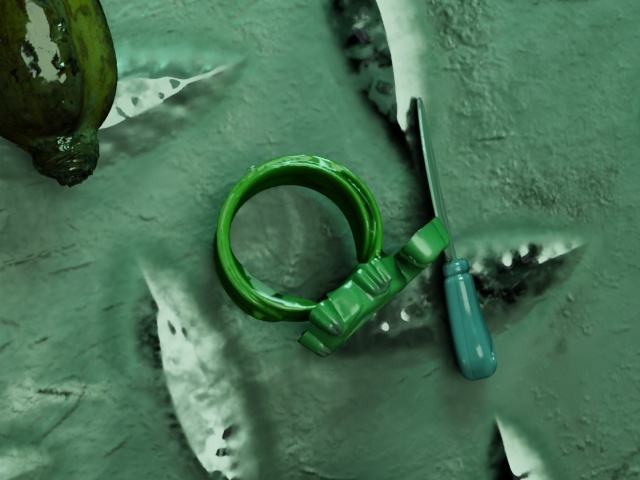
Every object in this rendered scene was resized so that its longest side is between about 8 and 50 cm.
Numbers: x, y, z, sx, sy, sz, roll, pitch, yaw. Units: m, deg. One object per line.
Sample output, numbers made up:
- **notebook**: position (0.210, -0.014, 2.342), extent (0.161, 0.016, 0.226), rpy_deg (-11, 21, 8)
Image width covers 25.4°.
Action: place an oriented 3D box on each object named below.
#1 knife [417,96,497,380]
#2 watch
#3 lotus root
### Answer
- **knife**: position (0.108, -0.001, 1.193), extent (0.032, 0.058, 0.244), rpy_deg (-12, 95, 18)
- **watch**: position (0.000, 0.000, 1.135), extent (0.165, 0.131, 0.152), rpy_deg (-43, 85, -10)
- **lotus root**: position (-0.213, -0.140, 1.049), extent (0.120, 0.120, 0.210), rpy_deg (-16, 95, -19)
